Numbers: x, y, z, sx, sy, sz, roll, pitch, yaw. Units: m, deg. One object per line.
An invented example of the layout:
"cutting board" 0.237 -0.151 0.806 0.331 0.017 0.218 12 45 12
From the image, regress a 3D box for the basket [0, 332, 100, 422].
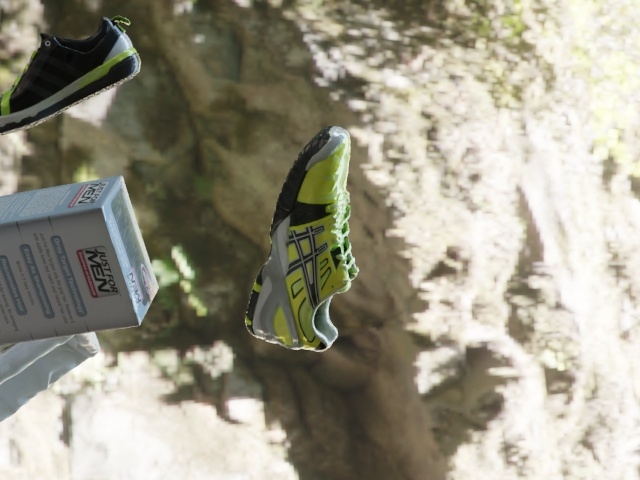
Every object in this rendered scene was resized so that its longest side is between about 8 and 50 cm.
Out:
"basket" -0.584 0.158 2.147 0.266 0.331 0.328 53 -11 7

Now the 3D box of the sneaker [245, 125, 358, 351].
"sneaker" 0.000 0.000 2.041 0.147 0.145 0.385 21 -63 14

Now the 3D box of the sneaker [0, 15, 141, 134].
"sneaker" -0.337 -0.207 1.591 0.097 0.234 0.084 64 -9 -7

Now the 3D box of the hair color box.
"hair color box" -0.439 0.040 1.812 0.113 0.374 0.185 -73 151 -62
